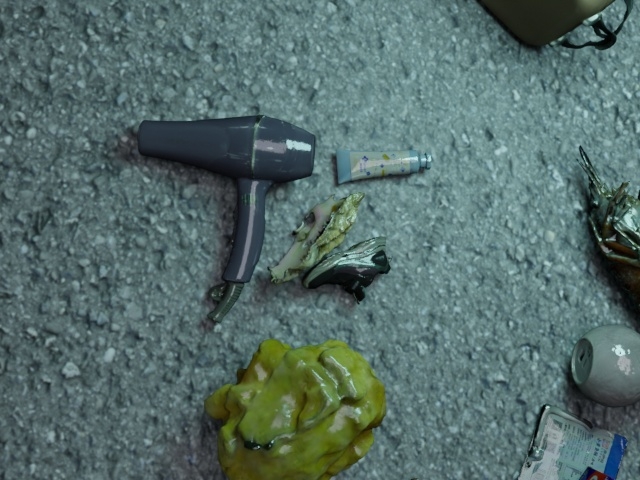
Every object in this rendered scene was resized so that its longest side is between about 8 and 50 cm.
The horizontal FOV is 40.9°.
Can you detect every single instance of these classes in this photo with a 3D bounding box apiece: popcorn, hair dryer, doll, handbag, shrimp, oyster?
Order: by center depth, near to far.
[{"bbox_3d":[-0.041,0.277,1.367,0.286,0.215,0.252,-37,93,-8],"label":"popcorn"},{"bbox_3d":[-0.172,-0.041,1.465,0.301,0.121,0.361,5,85,1],"label":"hair dryer"},{"bbox_3d":[-0.007,0.005,1.471,0.072,0.133,0.209,43,51,-16],"label":"oyster"},{"bbox_3d":[0.589,0.229,1.501,0.287,0.151,0.151,9,79,-10],"label":"doll"},{"bbox_3d":[0.426,-0.453,1.516,0.149,0.302,0.283,-42,94,-11],"label":"handbag"},{"bbox_3d":[0.581,-0.013,1.551,0.172,0.137,0.372,-16,87,-35],"label":"shrimp"}]

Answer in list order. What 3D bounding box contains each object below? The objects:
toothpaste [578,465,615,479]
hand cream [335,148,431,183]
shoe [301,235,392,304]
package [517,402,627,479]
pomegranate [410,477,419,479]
[{"bbox_3d":[0.397,0.532,1.437,0.066,0.076,0.320,38,82,-6],"label":"toothpaste"},{"bbox_3d":[0.114,-0.138,1.543,0.170,0.043,0.065,-4,84,-7],"label":"hand cream"},{"bbox_3d":[0.054,0.063,1.490,0.169,0.071,0.099,-25,91,-12],"label":"shoe"},{"bbox_3d":[0.442,0.396,1.508,0.173,0.027,0.171,25,75,-6],"label":"package"},{"bbox_3d":[0.145,0.466,1.414,0.130,0.130,0.130,1,80,-8],"label":"pomegranate"}]
